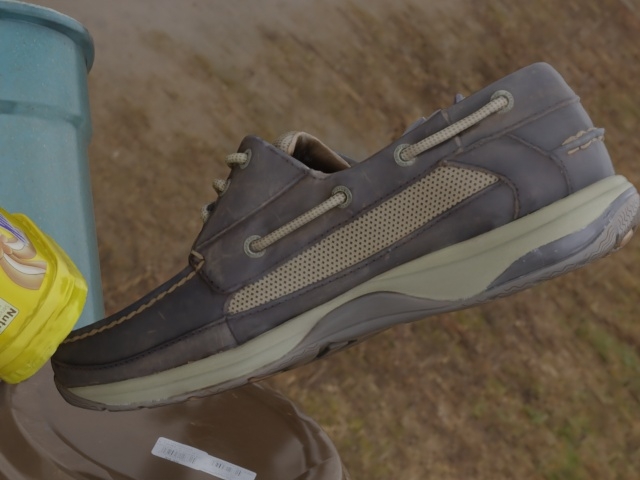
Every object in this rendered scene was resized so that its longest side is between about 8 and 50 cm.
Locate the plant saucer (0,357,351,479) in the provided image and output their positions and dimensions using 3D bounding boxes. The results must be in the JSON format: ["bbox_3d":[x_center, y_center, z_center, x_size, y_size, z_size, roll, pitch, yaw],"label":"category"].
[{"bbox_3d":[-0.101,0.140,0.925,0.277,0.041,0.278,17,18,-6],"label":"plant saucer"}]

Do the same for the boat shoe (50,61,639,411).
[{"bbox_3d":[0.000,0.000,0.779,0.132,0.355,0.130,-1,72,-75],"label":"boat shoe"}]

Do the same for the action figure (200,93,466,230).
[{"bbox_3d":[0.027,-0.014,1.033,0.185,0.285,0.099,15,55,-48],"label":"action figure"}]

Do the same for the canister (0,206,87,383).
[{"bbox_3d":[-0.218,-0.009,0.713,0.170,0.073,0.126,40,-1,-32],"label":"canister"}]

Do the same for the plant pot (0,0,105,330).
[{"bbox_3d":[-0.328,0.015,1.149,0.341,0.341,0.334,1,72,-54],"label":"plant pot"}]
